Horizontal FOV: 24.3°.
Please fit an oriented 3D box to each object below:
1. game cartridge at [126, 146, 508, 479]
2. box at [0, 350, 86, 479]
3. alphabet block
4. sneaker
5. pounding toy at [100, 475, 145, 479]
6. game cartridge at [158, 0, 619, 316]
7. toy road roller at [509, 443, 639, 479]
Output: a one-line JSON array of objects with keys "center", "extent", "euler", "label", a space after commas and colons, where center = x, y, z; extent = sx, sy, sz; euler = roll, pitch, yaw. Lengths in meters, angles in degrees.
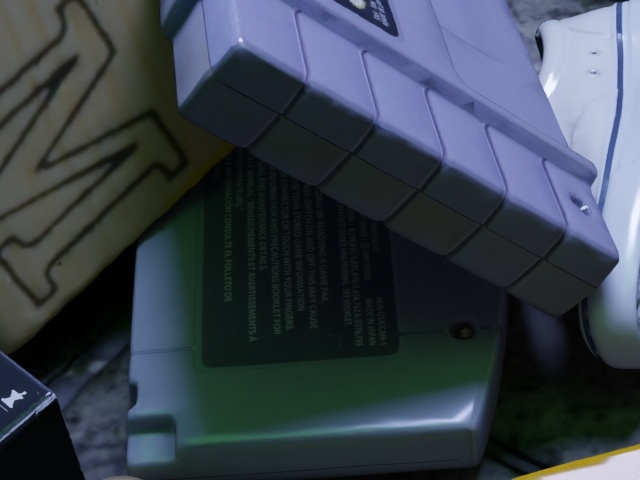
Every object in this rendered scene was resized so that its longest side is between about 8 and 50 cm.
[{"center": [0.000, 0.000, 0.799], "extent": [0.196, 0.060, 0.294], "euler": [-6, 47, 4], "label": "game cartridge"}, {"center": [-0.266, 0.091, 0.707], "extent": [0.261, 0.103, 0.184], "euler": [32, 61, 30], "label": "box"}, {"center": [-0.187, -0.094, 0.765], "extent": [0.193, 0.197, 0.192], "euler": [-43, 45, -14], "label": "alphabet block"}, {"center": [0.147, -0.031, 0.801], "extent": [0.091, 0.094, 0.258], "euler": [-9, 40, 22], "label": "sneaker"}, {"center": [-0.047, 0.185, 0.593], "extent": [0.183, 0.110, 0.237], "euler": [2, 48, 7], "label": "pounding toy"}, {"center": [0.018, -0.135, 0.765], "extent": [0.068, 0.230, 0.355], "euler": [-43, 34, 24], "label": "game cartridge"}, {"center": [0.202, 0.194, 0.497], "extent": [0.330, 0.202, 0.240], "euler": [-11, 47, -4], "label": "toy road roller"}]
